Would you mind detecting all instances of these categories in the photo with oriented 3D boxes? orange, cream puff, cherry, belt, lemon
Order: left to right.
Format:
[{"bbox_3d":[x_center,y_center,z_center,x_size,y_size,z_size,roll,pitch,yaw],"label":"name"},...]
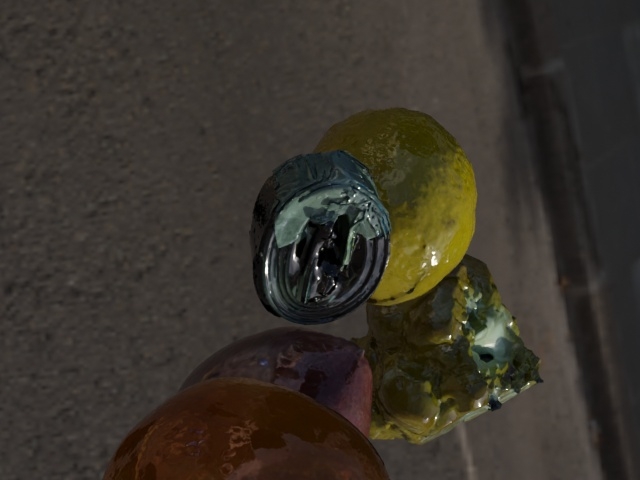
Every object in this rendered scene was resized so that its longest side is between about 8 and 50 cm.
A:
[{"bbox_3d":[-0.062,0.241,1.168,0.261,0.261,0.261,30,56,-59],"label":"orange"},{"bbox_3d":[-0.056,0.232,1.656,0.221,0.307,0.261,13,36,-49],"label":"cherry"},{"bbox_3d":[0.000,0.000,1.038,0.058,0.105,0.140,-105,-161,-54],"label":"belt"},{"bbox_3d":[0.060,-0.034,1.295,0.193,0.180,0.181,-122,-170,-66],"label":"lemon"},{"bbox_3d":[0.154,0.164,2.082,0.323,0.274,0.270,0,59,-61],"label":"cream puff"}]
